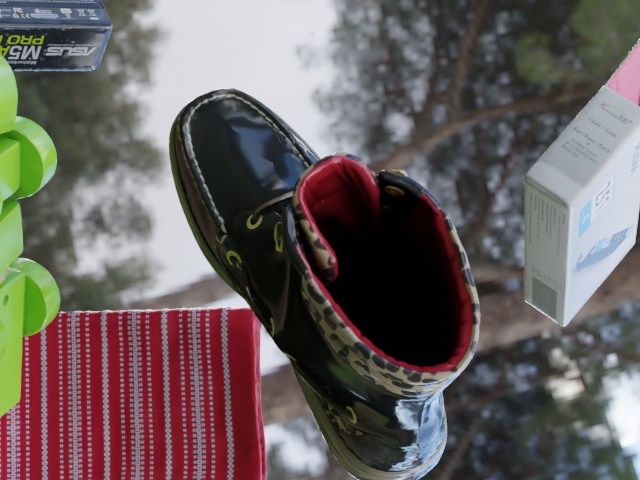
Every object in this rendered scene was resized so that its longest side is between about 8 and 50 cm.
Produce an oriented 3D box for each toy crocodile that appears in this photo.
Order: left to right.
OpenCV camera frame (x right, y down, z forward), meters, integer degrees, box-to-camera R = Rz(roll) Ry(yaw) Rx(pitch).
[{"bbox_3d":[-0.284,0.005,1.488,0.105,0.115,0.340,14,-60,18],"label":"toy crocodile"}]

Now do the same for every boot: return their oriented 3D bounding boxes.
[{"bbox_3d":[0.000,0.000,1.446,0.377,0.138,0.284,63,-13,15],"label":"boot"}]

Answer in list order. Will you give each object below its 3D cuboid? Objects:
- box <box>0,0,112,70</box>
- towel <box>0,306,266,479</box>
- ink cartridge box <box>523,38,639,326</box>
[{"bbox_3d":[-0.355,-0.252,1.718,0.216,0.270,0.060,62,-38,35],"label":"box"},{"bbox_3d":[-0.187,0.161,1.741,0.031,0.275,0.199,73,16,-73],"label":"towel"},{"bbox_3d":[0.316,-0.075,1.955,0.066,0.261,0.296,35,-18,20],"label":"ink cartridge box"}]
